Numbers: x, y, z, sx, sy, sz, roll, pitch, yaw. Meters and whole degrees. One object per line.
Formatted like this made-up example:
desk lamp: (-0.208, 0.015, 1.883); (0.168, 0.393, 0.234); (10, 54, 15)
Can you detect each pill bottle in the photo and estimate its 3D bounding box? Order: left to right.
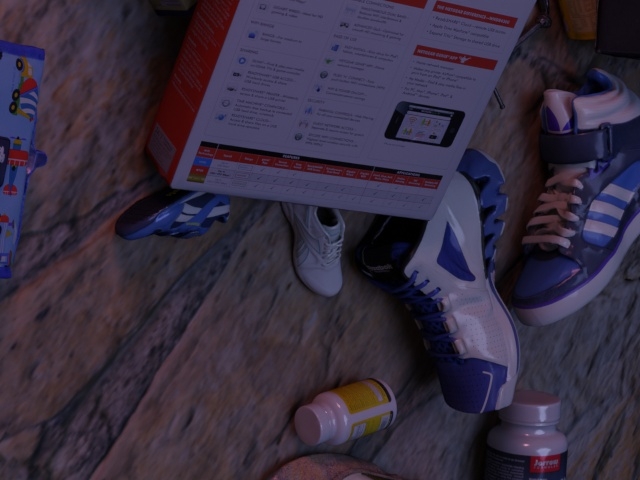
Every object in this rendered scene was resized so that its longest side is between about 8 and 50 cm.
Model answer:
pill bottle: (0.028, 0.204, 1.745); (0.116, 0.065, 0.065); (-12, 106, -41)
pill bottle: (0.270, 0.294, 1.955); (0.108, 0.108, 0.180); (-6, 102, -42)

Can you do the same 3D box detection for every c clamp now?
c clamp: (0.244, -0.269, 1.886); (0.160, 0.022, 0.137); (-46, 120, -25)

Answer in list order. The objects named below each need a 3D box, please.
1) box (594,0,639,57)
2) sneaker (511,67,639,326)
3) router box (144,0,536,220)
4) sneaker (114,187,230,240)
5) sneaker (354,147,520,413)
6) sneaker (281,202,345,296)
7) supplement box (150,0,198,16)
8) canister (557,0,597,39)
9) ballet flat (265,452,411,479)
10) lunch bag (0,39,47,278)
box: (0.673, -0.354, 1.892); (0.472, 0.480, 0.297); (-2, 98, -53)
sneaker: (0.313, -0.074, 1.926); (0.323, 0.130, 0.236); (-45, 115, -22)
router box: (0.026, -0.180, 1.537); (0.335, 0.082, 0.301); (7, 120, -33)
sneaker: (-0.148, -0.024, 1.549); (0.144, 0.053, 0.059); (-26, 117, -35)
sneaker: (0.128, 0.054, 1.782); (0.182, 0.127, 0.315); (-10, 98, -37)
sneaker: (0.000, 0.000, 1.684); (0.054, 0.061, 0.152); (-35, 121, -35)
supplement box: (-0.140, -0.283, 1.504); (0.083, 0.056, 0.083); (-45, 125, -27)
canister: (0.347, -0.360, 1.924); (0.126, 0.073, 0.170); (-41, 125, -32)
ballet flat: (0.071, 0.318, 1.777); (0.316, 0.106, 0.107); (12, 90, -43)
lunch bag: (-0.362, -0.078, 1.315); (0.293, 0.138, 0.221); (2, 95, -55)
